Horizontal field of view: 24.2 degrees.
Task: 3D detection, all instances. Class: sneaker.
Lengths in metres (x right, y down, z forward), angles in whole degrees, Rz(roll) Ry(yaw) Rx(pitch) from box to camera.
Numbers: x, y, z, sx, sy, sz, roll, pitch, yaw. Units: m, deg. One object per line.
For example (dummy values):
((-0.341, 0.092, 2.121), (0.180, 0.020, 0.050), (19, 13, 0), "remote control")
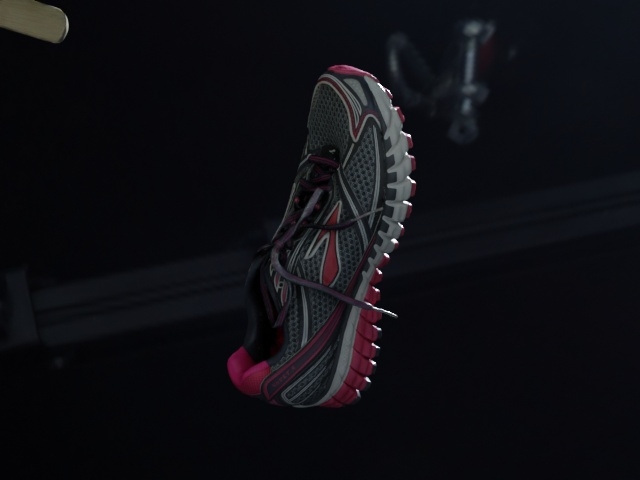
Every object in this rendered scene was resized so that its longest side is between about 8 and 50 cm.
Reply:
((0.000, 0.000, 1.271), (0.112, 0.121, 0.299), (4, -83, -31), "sneaker")

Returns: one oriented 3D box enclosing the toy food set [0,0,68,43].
((-0.200, -0.240, 1.024), (0.132, 0.038, 0.192), (16, -103, 14), "toy food set")
